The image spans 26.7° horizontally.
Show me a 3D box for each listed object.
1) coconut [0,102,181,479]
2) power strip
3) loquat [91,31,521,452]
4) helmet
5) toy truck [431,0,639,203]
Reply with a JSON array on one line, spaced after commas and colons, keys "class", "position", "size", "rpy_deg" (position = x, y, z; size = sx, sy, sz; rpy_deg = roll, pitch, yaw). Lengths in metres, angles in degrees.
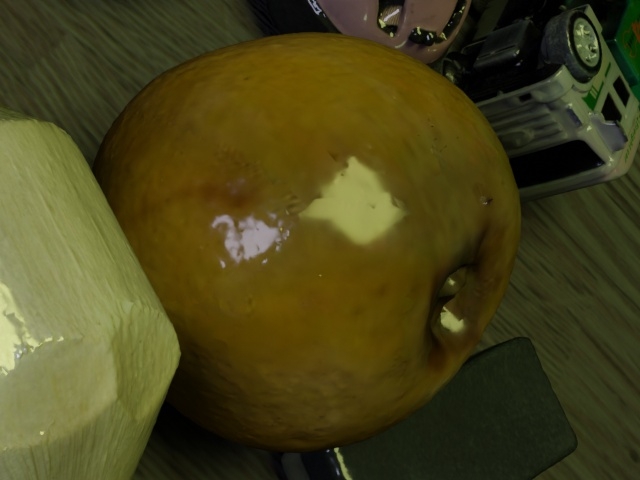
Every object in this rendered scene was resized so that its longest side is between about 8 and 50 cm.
[{"class": "coconut", "position": [-0.196, 0.063, 0.686], "size": [0.237, 0.237, 0.265], "rpy_deg": [-13, 75, -44]}, {"class": "power strip", "position": [0.090, 0.157, 1.005], "size": [0.257, 0.070, 0.105], "rpy_deg": [-20, 85, -43]}, {"class": "loquat", "position": [-0.021, -0.001, 0.858], "size": [0.275, 0.275, 0.274], "rpy_deg": [19, 58, -33]}, {"class": "helmet", "position": [0.041, -0.255, 1.113], "size": [0.198, 0.154, 0.253], "rpy_deg": [4, 72, -38]}, {"class": "toy truck", "position": [0.235, -0.192, 1.237], "size": [0.178, 0.177, 0.363], "rpy_deg": [54, 43, -23]}]
